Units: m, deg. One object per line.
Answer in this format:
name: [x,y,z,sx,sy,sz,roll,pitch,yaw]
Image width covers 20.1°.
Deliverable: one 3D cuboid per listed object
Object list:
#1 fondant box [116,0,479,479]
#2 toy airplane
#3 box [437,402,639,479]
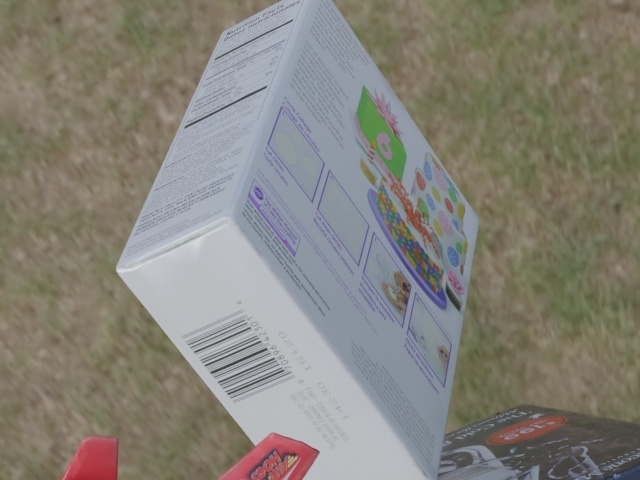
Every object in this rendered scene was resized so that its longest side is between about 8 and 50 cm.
fondant box: [0.000,0.000,1.261,0.096,0.238,0.330,-24,25,25]
toy airplane: [-0.071,0.131,0.845,0.151,0.151,0.028,-22,46,2]
box: [0.100,0.268,1.340,0.343,0.312,0.179,-20,96,-18]
